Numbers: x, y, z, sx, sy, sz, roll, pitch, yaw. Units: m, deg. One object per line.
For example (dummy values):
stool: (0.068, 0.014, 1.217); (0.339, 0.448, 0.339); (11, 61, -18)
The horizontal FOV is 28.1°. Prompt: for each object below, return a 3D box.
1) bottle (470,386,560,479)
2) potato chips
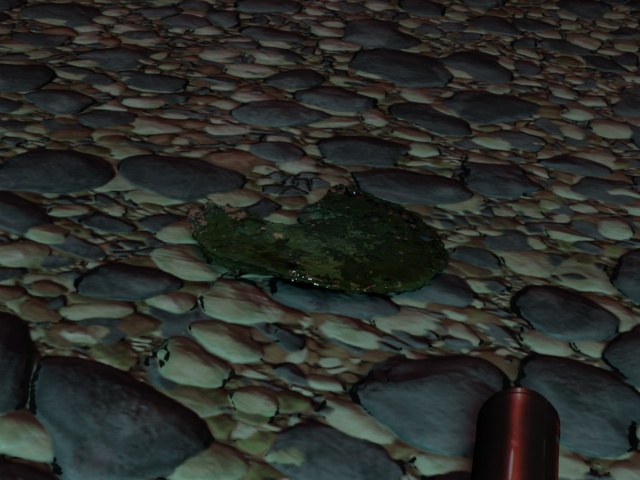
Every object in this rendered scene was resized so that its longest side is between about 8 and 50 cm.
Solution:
bottle: (0.117, 0.155, 0.789); (0.060, 0.060, 0.164); (10, 26, 7)
potato chips: (0.001, -0.004, 1.121); (0.220, 0.029, 0.202); (-6, 31, -28)
